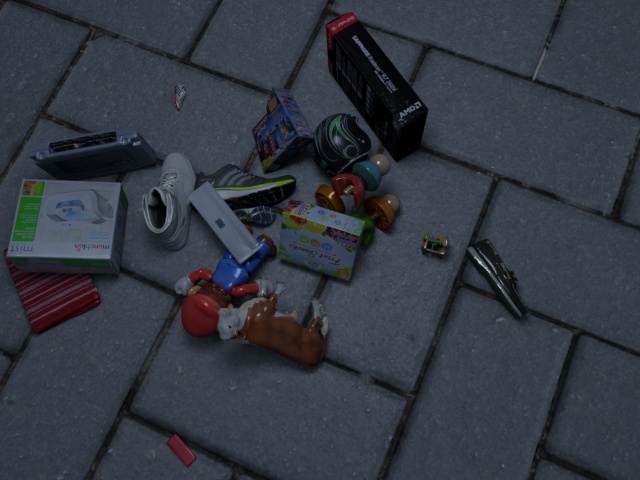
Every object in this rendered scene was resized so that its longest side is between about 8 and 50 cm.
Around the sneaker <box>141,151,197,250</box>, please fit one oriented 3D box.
[{"bbox_3d":[-0.413,-0.136,1.651,0.108,0.169,0.292,-4,71,4],"label":"sneaker"}]

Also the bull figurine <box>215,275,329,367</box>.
[{"bbox_3d":[-0.114,0.205,1.519,0.310,0.101,0.188,29,74,-22],"label":"bull figurine"}]

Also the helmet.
[{"bbox_3d":[0.054,-0.269,1.672,0.169,0.169,0.161,-33,80,-7],"label":"helmet"}]

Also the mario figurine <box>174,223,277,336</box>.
[{"bbox_3d":[-0.255,0.120,1.610,0.198,0.170,0.320,10,57,44],"label":"mario figurine"}]

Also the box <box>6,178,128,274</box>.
[{"bbox_3d":[-0.675,-0.033,1.630,0.262,0.126,0.231,3,65,-6],"label":"box"}]

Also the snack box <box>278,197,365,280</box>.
[{"bbox_3d":[0.000,0.000,1.581,0.207,0.174,0.070,19,45,9],"label":"snack box"}]

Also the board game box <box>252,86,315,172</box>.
[{"bbox_3d":[-0.114,-0.322,1.704,0.060,0.194,0.194,0,66,-38],"label":"board game box"}]

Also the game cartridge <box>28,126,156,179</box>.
[{"bbox_3d":[-0.623,-0.236,1.677,0.294,0.196,0.060,-10,73,0],"label":"game cartridge"}]

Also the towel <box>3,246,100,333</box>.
[{"bbox_3d":[-0.745,0.099,1.668,0.199,0.031,0.274,-28,73,-6],"label":"towel"}]

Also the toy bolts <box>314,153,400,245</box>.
[{"bbox_3d":[0.108,-0.139,1.607,0.158,0.228,0.218,-40,62,-20],"label":"toy bolts"}]

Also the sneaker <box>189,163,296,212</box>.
[{"bbox_3d":[-0.218,-0.160,1.682,0.300,0.111,0.121,-7,70,-1],"label":"sneaker"}]

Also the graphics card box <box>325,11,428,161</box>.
[{"bbox_3d":[0.150,-0.423,1.675,0.094,0.233,0.371,-30,73,-7],"label":"graphics card box"}]

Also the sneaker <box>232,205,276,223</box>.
[{"bbox_3d":[-0.193,-0.073,1.680,0.135,0.058,0.052,-1,99,-20],"label":"sneaker"}]

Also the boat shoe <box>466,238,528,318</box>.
[{"bbox_3d":[0.475,0.097,1.575,0.069,0.081,0.227,-32,71,-3],"label":"boat shoe"}]

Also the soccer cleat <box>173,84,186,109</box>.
[{"bbox_3d":[-0.423,-0.435,1.817,0.036,0.029,0.083,-7,68,5],"label":"soccer cleat"}]

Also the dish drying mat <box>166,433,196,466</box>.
[{"bbox_3d":[-0.352,0.532,1.524,0.083,0.008,0.032,43,79,15],"label":"dish drying mat"}]

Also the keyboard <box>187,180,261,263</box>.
[{"bbox_3d":[-0.257,-0.051,1.592,0.072,0.014,0.256,-41,69,0],"label":"keyboard"}]

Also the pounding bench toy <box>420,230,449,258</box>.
[{"bbox_3d":[0.307,0.008,1.610,0.065,0.083,0.052,16,75,7],"label":"pounding bench toy"}]
